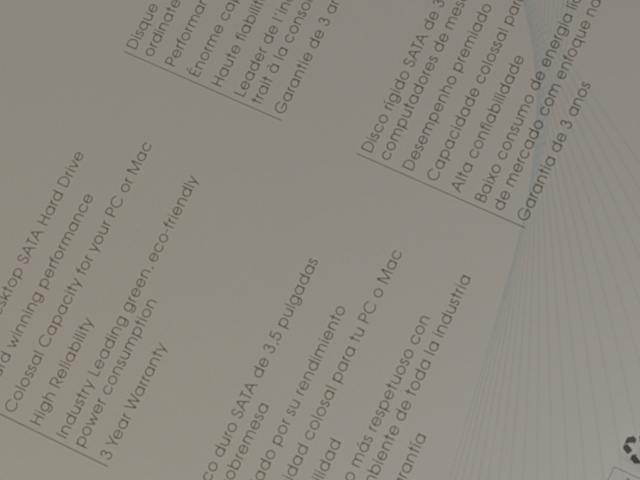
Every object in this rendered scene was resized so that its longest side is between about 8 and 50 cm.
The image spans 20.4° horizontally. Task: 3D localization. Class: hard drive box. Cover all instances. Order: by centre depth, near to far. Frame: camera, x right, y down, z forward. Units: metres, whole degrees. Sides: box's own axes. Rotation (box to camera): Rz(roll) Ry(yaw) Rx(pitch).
[{"bbox_3d":[0.000,0.000,0.406,0.232,0.089,0.181,25,79,10],"label":"hard drive box"}]
